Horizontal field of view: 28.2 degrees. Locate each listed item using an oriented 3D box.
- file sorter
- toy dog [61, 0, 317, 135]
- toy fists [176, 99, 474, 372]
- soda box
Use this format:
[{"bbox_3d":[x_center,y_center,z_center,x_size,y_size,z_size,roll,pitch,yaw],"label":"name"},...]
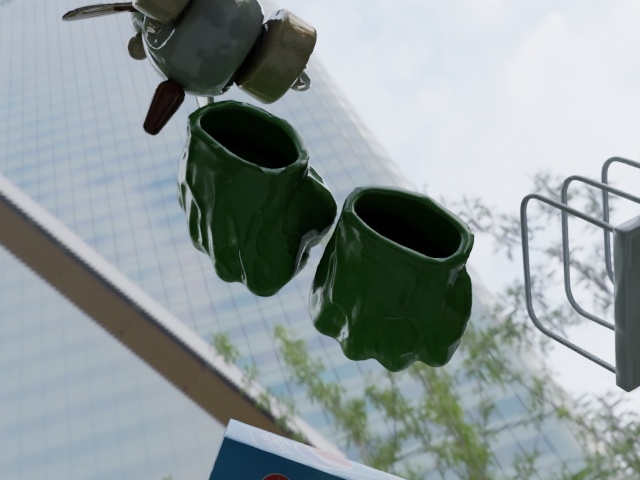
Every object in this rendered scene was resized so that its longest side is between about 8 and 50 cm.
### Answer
[{"bbox_3d":[0.375,0.001,1.410,0.278,0.173,0.192,-24,-59,-27],"label":"file sorter"},{"bbox_3d":[-0.131,-0.171,1.170,0.220,0.334,0.161,35,-93,-1],"label":"toy dog"},{"bbox_3d":[0.000,0.000,1.021,0.279,0.096,0.142,29,-47,19],"label":"toy fists"},{"bbox_3d":[-0.006,0.251,1.269,0.210,0.067,0.071,19,-82,-2],"label":"soda box"}]
